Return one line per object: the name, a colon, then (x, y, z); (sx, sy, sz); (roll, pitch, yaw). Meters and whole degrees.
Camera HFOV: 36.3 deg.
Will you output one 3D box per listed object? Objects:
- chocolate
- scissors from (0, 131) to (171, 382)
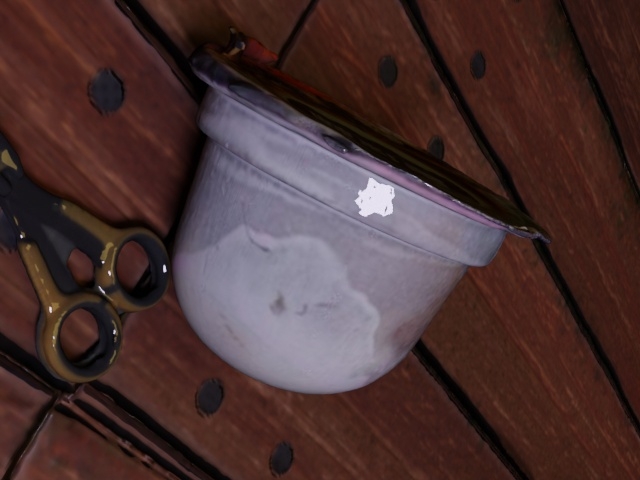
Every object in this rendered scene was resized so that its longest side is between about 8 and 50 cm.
chocolate: (-0.005, -0.001, 0.508); (0.221, 0.221, 0.147); (14, 113, -51)
scissors: (-0.141, -0.027, 0.431); (0.088, 0.017, 0.220); (-55, 133, -28)
